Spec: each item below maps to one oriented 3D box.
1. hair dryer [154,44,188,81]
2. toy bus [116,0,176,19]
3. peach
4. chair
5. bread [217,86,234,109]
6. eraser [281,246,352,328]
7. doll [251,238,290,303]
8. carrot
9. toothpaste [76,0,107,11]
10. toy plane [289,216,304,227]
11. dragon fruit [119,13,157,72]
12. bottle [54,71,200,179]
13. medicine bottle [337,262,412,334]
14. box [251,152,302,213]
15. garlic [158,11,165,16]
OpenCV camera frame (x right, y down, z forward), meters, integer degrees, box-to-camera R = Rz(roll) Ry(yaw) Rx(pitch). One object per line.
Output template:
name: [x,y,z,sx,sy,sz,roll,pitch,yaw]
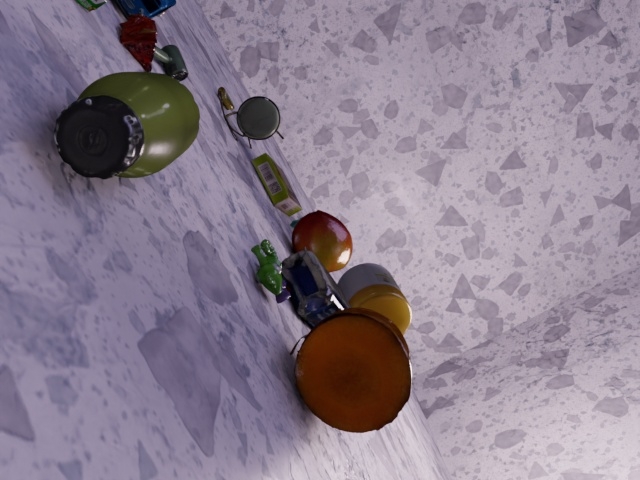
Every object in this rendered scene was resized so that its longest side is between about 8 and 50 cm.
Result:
hair dryer: [-0.340,-0.398,1.124,0.071,0.047,0.150,64,11,10]
toy bus: [-0.365,-0.511,1.095,0.090,0.106,0.184,62,4,-27]
peach: [0.000,0.000,1.595,0.197,0.197,0.197,61,5,-9]
chair: [-0.216,-0.399,1.733,0.325,0.170,0.159,-96,171,-89]
bread: [-0.323,-0.480,1.790,0.088,0.034,0.049,60,9,-50]
eraser: [0.010,0.156,1.306,0.155,0.101,0.332,63,3,34]
doll: [-0.099,0.053,1.039,0.190,0.050,0.115,-106,174,-76]
carrot: [0.057,0.217,0.925,0.331,0.214,0.193,21,58,-78]
toothpaste: [-0.395,-0.447,0.825,0.178,0.037,0.043,62,4,8]
toy plane: [-0.038,-0.004,1.766,0.235,0.096,0.060,42,-12,41]
dragon fruit: [-0.344,-0.389,0.983,0.097,0.063,0.131,124,-40,-50]
bottle: [-0.202,-0.124,0.569,0.112,0.112,0.260,60,5,-18]
medicine bottle: [0.191,0.234,1.935,0.238,0.238,0.232,59,6,-28]
box: [-0.147,-0.190,1.840,0.175,0.062,0.260,63,4,8]
garlic: [-0.435,-0.649,1.308,0.101,0.087,0.195,78,-14,-54]
